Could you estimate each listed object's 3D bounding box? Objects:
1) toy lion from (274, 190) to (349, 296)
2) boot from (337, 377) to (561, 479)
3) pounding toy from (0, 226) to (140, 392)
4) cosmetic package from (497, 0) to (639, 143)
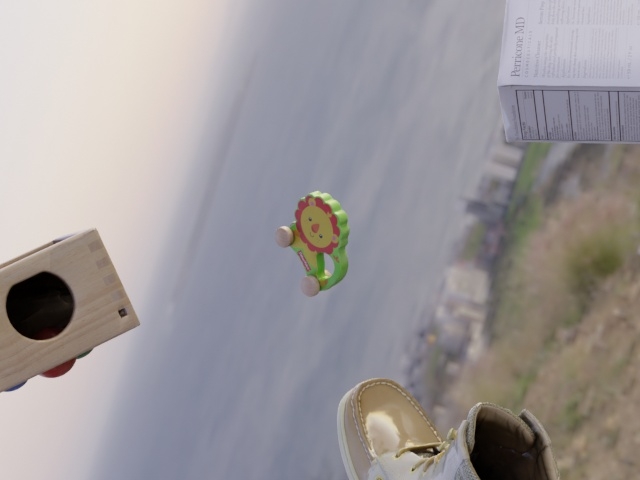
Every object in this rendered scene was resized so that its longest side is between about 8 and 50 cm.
[{"bbox_3d":[0.000,0.000,1.839,0.034,0.100,0.096,-22,-8,-45],"label":"toy lion"},{"bbox_3d":[0.086,0.148,1.116,0.165,0.077,0.213,108,144,-49],"label":"boot"},{"bbox_3d":[-0.245,0.075,1.239,0.094,0.206,0.181,66,161,-6],"label":"pounding toy"},{"bbox_3d":[0.156,-0.166,0.915,0.060,0.099,0.239,73,-157,-59],"label":"cosmetic package"}]
